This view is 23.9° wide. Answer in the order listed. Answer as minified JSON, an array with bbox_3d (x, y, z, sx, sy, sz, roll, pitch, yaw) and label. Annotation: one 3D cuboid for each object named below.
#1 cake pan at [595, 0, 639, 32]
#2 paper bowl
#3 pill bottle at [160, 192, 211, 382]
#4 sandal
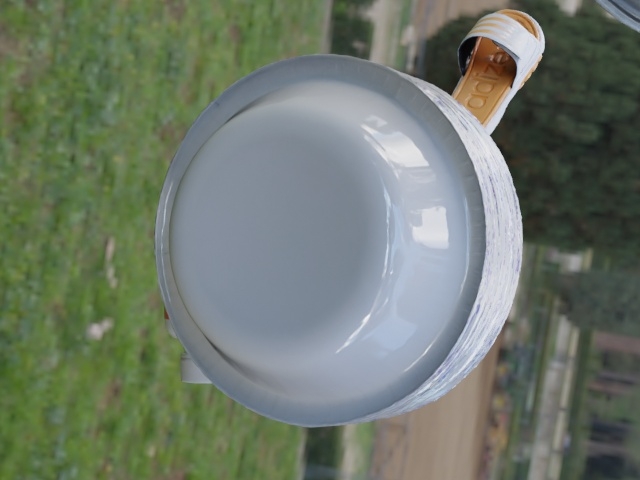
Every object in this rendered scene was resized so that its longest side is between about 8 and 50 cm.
[{"bbox_3d":[0.211,-0.261,0.857,0.293,0.054,0.293,4,84,-42],"label":"cake pan"},{"bbox_3d":[0.000,0.000,1.154,0.148,0.284,0.284,7,93,-65],"label":"paper bowl"},{"bbox_3d":[-0.104,0.043,1.509,0.108,0.108,0.193,0,88,-80],"label":"pill bottle"},{"bbox_3d":[0.232,-0.239,2.056,0.076,0.102,0.265,74,34,-47],"label":"sandal"}]
